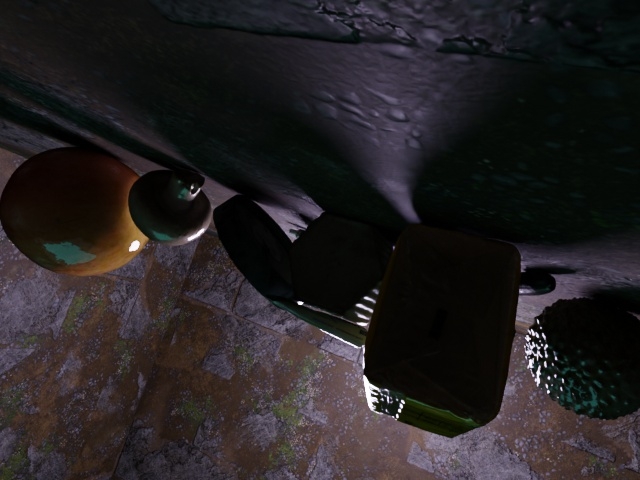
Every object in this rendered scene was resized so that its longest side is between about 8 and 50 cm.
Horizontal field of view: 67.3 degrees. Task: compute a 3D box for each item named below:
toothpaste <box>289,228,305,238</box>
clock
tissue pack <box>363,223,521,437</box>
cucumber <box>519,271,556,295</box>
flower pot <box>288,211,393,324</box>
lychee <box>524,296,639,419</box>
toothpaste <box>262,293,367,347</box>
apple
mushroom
[{"bbox_3d":[0.000,0.000,1.498,0.204,0.032,0.049,17,174,-11],"label":"toothpaste"},{"bbox_3d":[-0.132,0.027,1.177,0.319,0.066,0.319,51,-169,-14],"label":"clock"},{"bbox_3d":[0.213,0.190,0.897,0.228,0.293,0.382,13,157,12],"label":"tissue pack"},{"bbox_3d":[0.412,0.081,0.920,0.048,0.048,0.105,20,169,-11],"label":"cucumber"},{"bbox_3d":[0.057,0.068,1.093,0.209,0.239,0.189,-14,162,17],"label":"flower pot"},{"bbox_3d":[0.558,0.232,0.998,0.274,0.255,0.255,55,160,-19],"label":"lychee"},{"bbox_3d":[0.007,0.179,1.067,0.296,0.048,0.074,28,173,-27],"label":"toothpaste"},{"bbox_3d":[-0.642,-0.076,1.321,0.363,0.364,0.364,19,174,2],"label":"apple"},{"bbox_3d":[-0.352,-0.096,1.166,0.204,0.204,0.204,19,174,2],"label":"mushroom"}]
